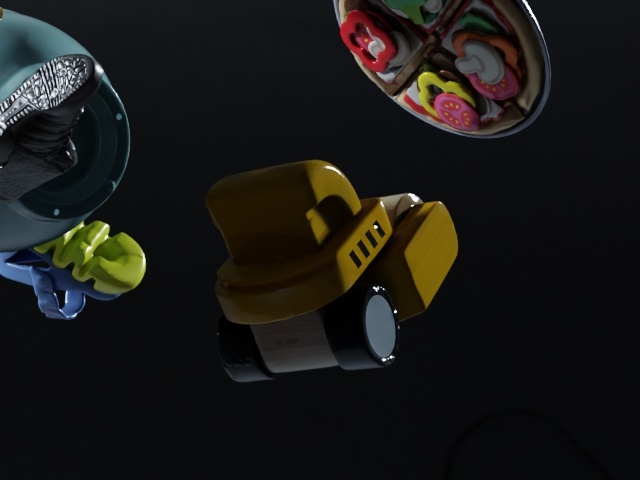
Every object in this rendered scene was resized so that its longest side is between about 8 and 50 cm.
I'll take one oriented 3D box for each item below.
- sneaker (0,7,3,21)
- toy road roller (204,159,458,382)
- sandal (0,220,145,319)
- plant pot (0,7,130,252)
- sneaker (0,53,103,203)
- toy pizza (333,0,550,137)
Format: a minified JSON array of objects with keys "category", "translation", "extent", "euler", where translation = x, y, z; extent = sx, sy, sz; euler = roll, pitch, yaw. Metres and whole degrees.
[{"category":"sneaker","translation":[-0.377,-0.175,1.574],"extent":[0.084,0.185,0.069],"euler":[37,27,-6]},{"category":"toy road roller","translation":[0.000,0.000,1.919],"extent":[0.202,0.240,0.329],"euler":[-8,23,29]},{"category":"sandal","translation":[-0.384,-0.004,2.105],"extent":[0.317,0.138,0.126],"euler":[38,36,1]},{"category":"plant pot","translation":[-0.339,-0.117,1.882],"extent":[0.293,0.293,0.196],"euler":[-18,19,-38]},{"category":"sneaker","translation":[-0.235,-0.095,1.428],"extent":[0.089,0.170,0.051],"euler":[32,33,-51]},{"category":"toy pizza","translation":[0.089,-0.156,1.310],"extent":[0.201,0.201,0.032],"euler":[29,56,19]}]
